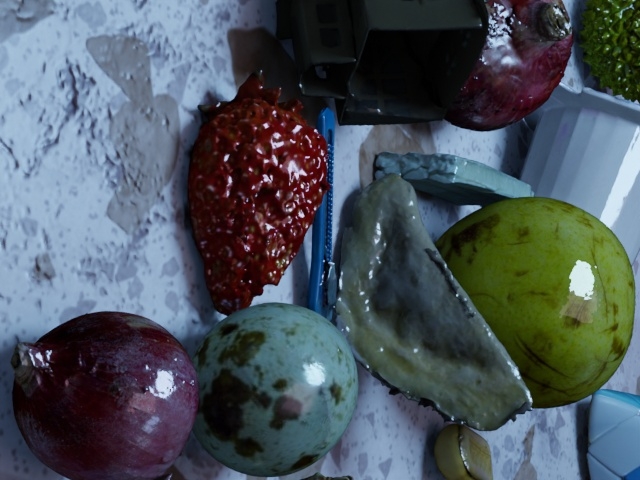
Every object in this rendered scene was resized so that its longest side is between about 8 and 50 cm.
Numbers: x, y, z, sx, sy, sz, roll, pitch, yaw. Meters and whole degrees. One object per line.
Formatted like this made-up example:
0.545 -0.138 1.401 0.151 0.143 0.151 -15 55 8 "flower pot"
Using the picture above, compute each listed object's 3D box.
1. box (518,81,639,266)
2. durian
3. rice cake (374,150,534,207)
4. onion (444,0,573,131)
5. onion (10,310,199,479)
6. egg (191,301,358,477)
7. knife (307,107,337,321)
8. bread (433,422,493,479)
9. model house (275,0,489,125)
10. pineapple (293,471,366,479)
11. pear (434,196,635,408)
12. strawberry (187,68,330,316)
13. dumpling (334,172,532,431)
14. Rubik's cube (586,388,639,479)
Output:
0.355 -0.068 1.890 0.291 0.262 0.206 33 72 -39 "box"
0.496 -0.329 2.132 0.200 0.176 0.237 46 58 -54 "durian"
0.172 -0.073 1.732 0.211 0.124 0.038 16 80 -57 "rice cake"
0.221 -0.259 1.718 0.252 0.219 0.252 4 84 -44 "onion"
-0.199 0.129 1.187 0.195 0.159 0.159 32 63 -48 "onion"
-0.044 0.144 1.382 0.231 0.169 0.169 -36 118 -67 "egg"
0.002 0.000 1.535 0.044 0.026 0.296 -18 113 -57 "knife"
0.180 0.282 1.768 0.115 0.056 0.082 36 43 -58 "bread"
0.053 -0.280 1.534 0.204 0.211 0.243 -1 63 -12 "model house"
0.074 0.321 1.440 0.158 0.278 0.158 7 80 -50 "pineapple"
0.251 0.079 1.712 0.283 0.283 0.283 4 85 -53 "pear"
-0.067 -0.044 1.416 0.174 0.098 0.228 44 54 -42 "strawberry"
0.101 0.092 1.594 0.332 0.166 0.086 62 0 22 "dumpling"
0.513 0.303 2.084 0.254 0.254 0.254 4 85 -53 "Rubik's cube"
